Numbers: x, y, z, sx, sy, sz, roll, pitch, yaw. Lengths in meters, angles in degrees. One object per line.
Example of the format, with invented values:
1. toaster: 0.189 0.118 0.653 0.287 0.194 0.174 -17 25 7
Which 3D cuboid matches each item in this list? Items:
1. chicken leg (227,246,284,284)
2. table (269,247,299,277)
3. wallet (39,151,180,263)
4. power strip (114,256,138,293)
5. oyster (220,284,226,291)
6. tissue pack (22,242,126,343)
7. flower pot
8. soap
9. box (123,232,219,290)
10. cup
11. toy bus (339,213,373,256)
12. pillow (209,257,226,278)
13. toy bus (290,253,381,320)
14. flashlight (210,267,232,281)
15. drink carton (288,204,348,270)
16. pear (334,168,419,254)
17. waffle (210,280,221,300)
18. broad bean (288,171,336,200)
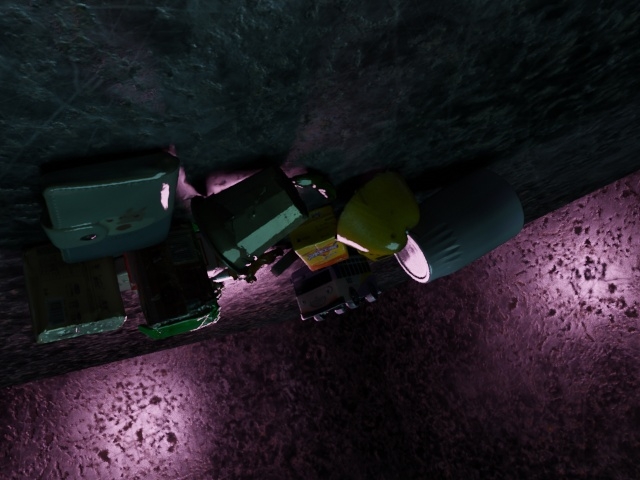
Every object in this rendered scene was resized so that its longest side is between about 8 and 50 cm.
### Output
1. chicken leg: -0.219 0.087 1.686 0.207 0.101 0.085 -24 180 -16
2. table: -0.122 0.075 1.735 0.133 0.043 0.133 -43 -179 1
3. wallet: -0.414 -0.052 0.968 0.252 0.083 0.360 -18 165 -25
4. power strip: -0.553 0.109 1.425 0.194 0.059 0.265 -16 166 -9
5. oyster: -0.466 0.220 1.938 0.209 0.072 0.133 -32 171 -42
6. tissue pack: -0.553 0.105 1.089 0.186 0.222 0.090 -10 153 -33
7. flower pot: -0.146 -0.058 1.067 0.202 0.212 0.212 -31 163 10
8. soap: -0.356 0.085 1.178 0.218 0.273 0.098 -12 153 -25
9. box: -0.394 0.050 1.280 0.229 0.123 0.050 -9 158 -30
10. cup: 0.417 -0.046 1.509 0.371 0.253 0.253 -29 168 -15
11. toy bus: 0.179 -0.022 1.649 0.144 0.152 0.330 -20 165 13
12. pillow: -0.393 0.107 1.554 0.241 0.051 0.093 -30 156 -31
13. toy bus: 0.069 0.187 2.090 0.209 0.249 0.440 -25 170 26
14. flashlight: -0.335 0.117 1.748 0.200 0.047 0.093 -12 163 -14
15. drink carton: 0.000 0.000 1.601 0.154 0.111 0.351 -20 164 3
16. pear: 0.178 -0.046 1.350 0.267 0.178 0.267 -27 147 -19
17. waffle: -0.445 0.170 1.692 0.204 0.054 0.223 14 153 -13
18. broad bean: -0.007 -0.139 1.203 0.061 0.046 0.195 -14 165 35
